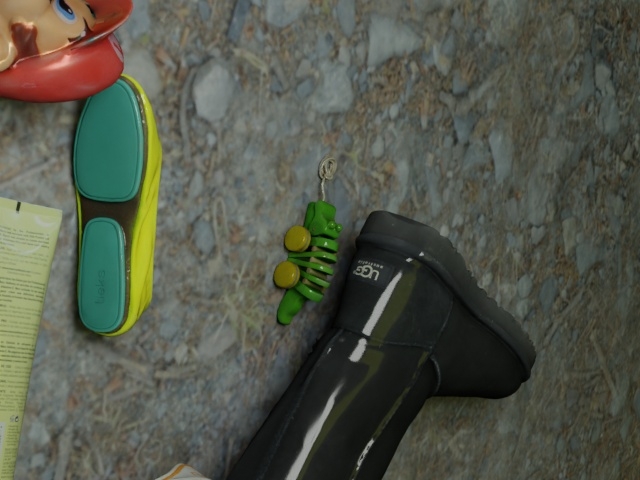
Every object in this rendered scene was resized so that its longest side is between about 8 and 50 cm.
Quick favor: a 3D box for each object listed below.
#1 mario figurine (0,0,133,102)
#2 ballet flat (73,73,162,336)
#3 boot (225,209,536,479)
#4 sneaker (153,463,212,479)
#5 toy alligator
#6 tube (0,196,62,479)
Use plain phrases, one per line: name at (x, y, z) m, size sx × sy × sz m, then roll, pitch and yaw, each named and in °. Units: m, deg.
mario figurine at (-0.234, -0.238, 0.785) m, size 0.198 × 0.170 × 0.320 m, roll -57°, pitch 131°, yaw -25°
ballet flat at (-0.173, -0.031, 0.968) m, size 0.077 × 0.077 × 0.231 m, roll -19°, pitch 115°, yaw -67°
boot at (0.050, 0.244, 1.195) m, size 0.367 × 0.146 × 0.445 m, roll 44°, pitch 66°, yaw -46°
sneaker at (-0.207, 0.323, 0.964) m, size 0.321 × 0.127 × 0.126 m, roll -34°, pitch 125°, yaw -9°
toy alligator at (0.000, 0.000, 1.164) m, size 0.056 × 0.051 × 0.189 m, roll 25°, pitch 79°, yaw -47°
tube at (-0.264, 0.085, 0.898) m, size 0.070 × 0.062 × 0.240 m, roll 114°, pitch -17°, yaw -85°
